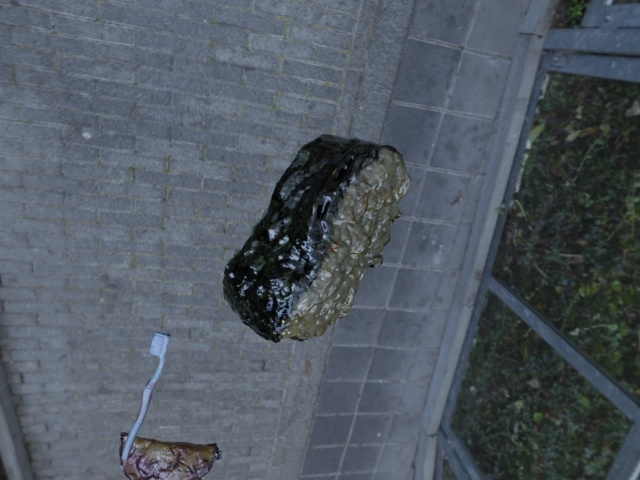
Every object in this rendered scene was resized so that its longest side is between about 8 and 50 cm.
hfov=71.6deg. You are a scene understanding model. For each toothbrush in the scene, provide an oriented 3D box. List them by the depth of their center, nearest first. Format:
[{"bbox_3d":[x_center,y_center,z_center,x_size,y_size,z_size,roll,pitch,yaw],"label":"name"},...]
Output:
[{"bbox_3d":[-0.191,0.174,0.477,0.019,0.013,0.193,19,113,-11],"label":"toothbrush"}]

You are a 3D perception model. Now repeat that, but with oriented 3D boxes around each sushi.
[{"bbox_3d":[0.000,0.000,0.708,0.350,0.170,0.211,-56,157,-14],"label":"sushi"}]

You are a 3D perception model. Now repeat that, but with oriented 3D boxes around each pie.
[{"bbox_3d":[-0.247,0.364,0.720,0.169,0.092,0.034,5,157,-4],"label":"pie"}]
